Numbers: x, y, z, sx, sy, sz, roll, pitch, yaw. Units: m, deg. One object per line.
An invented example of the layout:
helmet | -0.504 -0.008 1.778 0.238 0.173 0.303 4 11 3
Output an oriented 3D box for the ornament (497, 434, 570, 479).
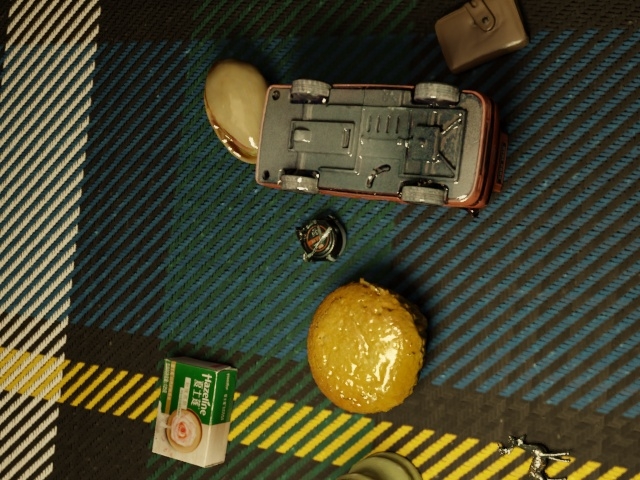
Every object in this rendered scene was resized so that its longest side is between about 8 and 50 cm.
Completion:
ornament | 0.355 0.372 1.522 0.125 0.028 0.073 13 92 26

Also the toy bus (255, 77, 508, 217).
toy bus | 0.110 -0.161 1.579 0.426 0.233 0.203 8 91 30

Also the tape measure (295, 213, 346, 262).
tape measure | 0.002 0.000 1.720 0.094 0.054 0.091 -21 79 32

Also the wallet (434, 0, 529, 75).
wallet | 0.285 -0.373 1.604 0.152 0.038 0.118 -22 79 26

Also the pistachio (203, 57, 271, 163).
pistachio | -0.155 -0.260 1.774 0.144 0.144 0.215 -28 74 24

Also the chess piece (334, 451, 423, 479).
chess piece | 0.067 0.451 1.541 0.144 0.251 0.145 -2 87 28

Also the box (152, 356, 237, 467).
box | -0.254 0.343 1.819 0.135 0.081 0.199 7 92 28

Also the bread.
bread | 0.086 0.191 1.613 0.239 0.139 0.240 -2 86 28
